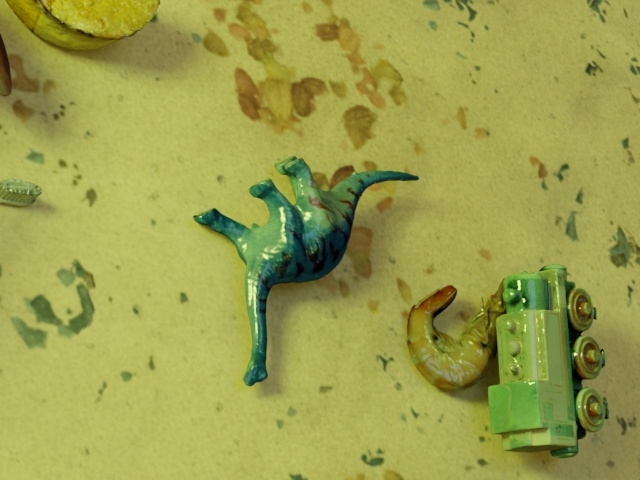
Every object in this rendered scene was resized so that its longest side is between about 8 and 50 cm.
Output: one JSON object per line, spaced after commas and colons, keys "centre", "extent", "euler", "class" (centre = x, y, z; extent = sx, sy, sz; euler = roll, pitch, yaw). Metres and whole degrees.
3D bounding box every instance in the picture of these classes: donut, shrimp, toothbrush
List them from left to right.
{"centre": [-0.365, -0.058, 1.618], "extent": [0.286, 0.025, 0.020], "euler": [8, 64, -34], "class": "toothbrush"}
{"centre": [-0.241, -0.256, 1.798], "extent": [0.146, 0.078, 0.181], "euler": [-22, 86, -42], "class": "donut"}
{"centre": [0.138, 0.083, 1.923], "extent": [0.095, 0.045, 0.162], "euler": [29, 52, 7], "class": "shrimp"}

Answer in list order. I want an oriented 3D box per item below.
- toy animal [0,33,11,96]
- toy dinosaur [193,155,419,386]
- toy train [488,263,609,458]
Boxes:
{"centre": [-0.366, -0.225, 1.669], "extent": [0.195, 0.090, 0.324], "euler": [7, 59, -24], "class": "toy animal"}
{"centre": [-0.024, -0.016, 1.824], "extent": [0.144, 0.076, 0.329], "euler": [49, 48, -13], "class": "toy dinosaur"}
{"centre": [0.220, 0.117, 1.904], "extent": [0.125, 0.081, 0.194], "euler": [10, 72, -49], "class": "toy train"}
